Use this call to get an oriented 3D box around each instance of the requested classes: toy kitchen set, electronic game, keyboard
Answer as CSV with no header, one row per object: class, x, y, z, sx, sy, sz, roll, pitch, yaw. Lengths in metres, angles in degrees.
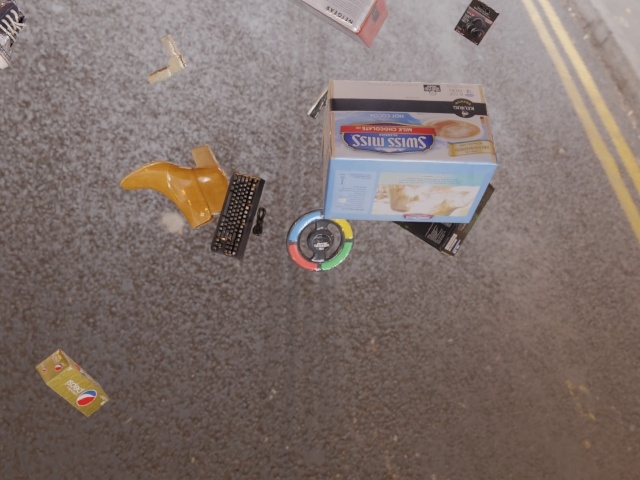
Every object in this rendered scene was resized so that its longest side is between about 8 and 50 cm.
toy kitchen set,-0.339,-0.390,1.325,0.068,0.083,0.075,-94,159,-64
electronic game,0.000,0.000,2.024,0.230,0.229,0.048,14,21,-21
keyboard,-0.168,-0.051,1.323,0.108,0.180,0.023,15,-3,16

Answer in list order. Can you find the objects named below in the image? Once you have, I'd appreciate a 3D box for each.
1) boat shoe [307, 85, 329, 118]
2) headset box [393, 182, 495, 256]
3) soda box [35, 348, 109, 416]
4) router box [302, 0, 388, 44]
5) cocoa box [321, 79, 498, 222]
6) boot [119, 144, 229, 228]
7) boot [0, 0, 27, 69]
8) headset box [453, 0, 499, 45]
boat shoe,0.002,-0.477,2.140,0.038,0.125,0.046,33,22,-12
headset box,0.331,-0.128,1.864,0.283,0.246,0.131,33,7,28
soda box,-0.536,0.312,1.343,0.061,0.181,0.058,-39,54,-17
router box,-0.040,-0.482,1.127,0.336,0.082,0.301,31,15,1
cocoa box,0.180,-0.191,1.371,0.348,0.231,0.227,2,58,-3
boot,-0.405,-0.129,1.756,0.295,0.104,0.211,-20,87,2
boot,-0.577,-0.388,1.123,0.086,0.069,0.190,-32,57,-8
headset box,0.318,-0.446,1.252,0.062,0.083,0.032,35,68,1
